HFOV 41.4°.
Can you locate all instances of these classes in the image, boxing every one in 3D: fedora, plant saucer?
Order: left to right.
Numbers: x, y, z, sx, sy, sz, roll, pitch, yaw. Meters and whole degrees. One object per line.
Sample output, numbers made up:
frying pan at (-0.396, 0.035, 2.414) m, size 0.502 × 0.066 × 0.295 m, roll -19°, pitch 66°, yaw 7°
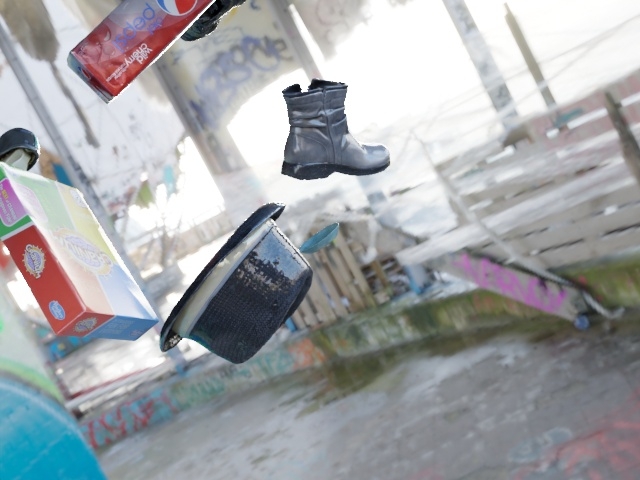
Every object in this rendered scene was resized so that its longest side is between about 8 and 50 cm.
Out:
fedora at (-0.124, 0.098, 1.448) m, size 0.334 × 0.152 × 0.334 m, roll -51°, pitch -4°, yaw -5°
plant saucer at (0.000, 0.000, 2.041) m, size 0.119 × 0.021 × 0.119 m, roll -34°, pitch 10°, yaw 7°

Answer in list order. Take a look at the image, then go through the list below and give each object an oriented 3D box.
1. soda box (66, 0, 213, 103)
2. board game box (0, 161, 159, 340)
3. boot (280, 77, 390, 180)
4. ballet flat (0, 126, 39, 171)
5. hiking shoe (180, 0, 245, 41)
soda box at (-0.254, -0.327, 1.263) m, size 0.263 × 0.092 × 0.083 m, roll -49°, pitch 17°, yaw -14°
board game box at (-0.434, 0.025, 1.456) m, size 0.064 × 0.316 × 0.242 m, roll -39°, pitch -18°, yaw 9°
boot at (0.051, -0.267, 1.998) m, size 0.118 × 0.223 × 0.338 m, roll 19°, pitch 22°, yaw 41°
ballet flat at (-0.625, -0.093, 1.558) m, size 0.280 × 0.095 × 0.096 m, roll -48°, pitch 49°, yaw -1°
hiking shoe at (-0.277, -0.537, 1.985) m, size 0.227 × 0.086 × 0.114 m, roll -30°, pitch 4°, yaw 38°
